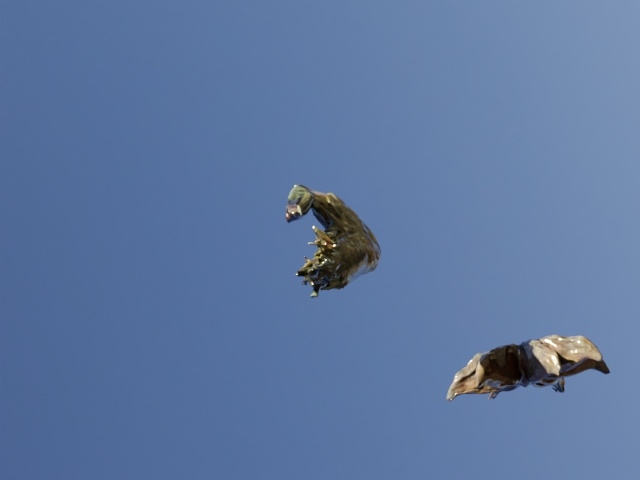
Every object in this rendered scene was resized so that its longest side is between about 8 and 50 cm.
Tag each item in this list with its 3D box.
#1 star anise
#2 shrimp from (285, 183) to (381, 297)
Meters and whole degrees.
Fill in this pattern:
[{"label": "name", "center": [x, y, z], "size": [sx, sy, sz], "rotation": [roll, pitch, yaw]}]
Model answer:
[{"label": "star anise", "center": [0.174, 0.105, 1.275], "size": [0.141, 0.141, 0.042], "rotation": [7, -110, -51]}, {"label": "shrimp", "center": [0.000, 0.000, 1.166], "size": [0.091, 0.034, 0.161], "rotation": [45, -160, 2]}]
